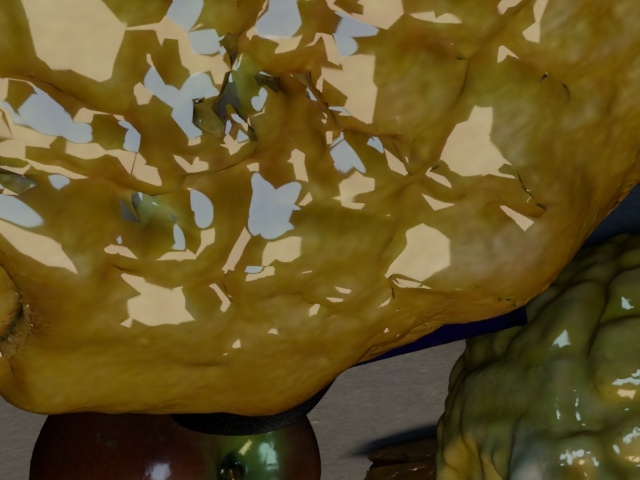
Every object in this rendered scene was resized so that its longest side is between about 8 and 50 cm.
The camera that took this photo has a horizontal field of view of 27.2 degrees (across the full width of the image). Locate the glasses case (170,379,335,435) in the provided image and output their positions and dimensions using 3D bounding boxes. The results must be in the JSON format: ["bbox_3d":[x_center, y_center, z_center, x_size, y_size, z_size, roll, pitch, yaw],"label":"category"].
[{"bbox_3d":[-0.031,0.056,0.850,0.103,0.067,0.266,1,147,-19],"label":"glasses case"}]

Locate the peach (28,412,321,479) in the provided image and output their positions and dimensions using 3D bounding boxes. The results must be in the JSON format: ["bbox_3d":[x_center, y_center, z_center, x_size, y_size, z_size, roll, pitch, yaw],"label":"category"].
[{"bbox_3d":[-0.133,0.205,1.194,0.252,0.252,0.252,-8,155,-4],"label":"peach"}]

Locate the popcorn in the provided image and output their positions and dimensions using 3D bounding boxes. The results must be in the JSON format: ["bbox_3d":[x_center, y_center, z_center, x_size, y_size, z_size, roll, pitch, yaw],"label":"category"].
[{"bbox_3d":[0.276,0.146,1.110,0.390,0.354,0.344,-53,147,-4],"label":"popcorn"}]

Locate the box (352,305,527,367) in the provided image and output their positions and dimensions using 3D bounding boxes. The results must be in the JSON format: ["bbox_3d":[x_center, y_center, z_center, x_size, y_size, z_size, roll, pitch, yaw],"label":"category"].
[{"bbox_3d":[0.000,0.000,0.951,0.261,0.116,0.279,-14,153,9],"label":"box"}]

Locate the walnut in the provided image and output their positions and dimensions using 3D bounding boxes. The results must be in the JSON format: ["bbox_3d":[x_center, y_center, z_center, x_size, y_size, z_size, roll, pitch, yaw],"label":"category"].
[{"bbox_3d":[0.157,0.299,1.609,0.245,0.137,0.137,-11,155,3],"label":"walnut"}]

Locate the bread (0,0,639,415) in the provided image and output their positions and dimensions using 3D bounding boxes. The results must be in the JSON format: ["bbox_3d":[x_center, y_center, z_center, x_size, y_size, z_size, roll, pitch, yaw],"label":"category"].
[{"bbox_3d":[-0.027,-0.124,0.447,0.398,0.215,0.398,-10,128,-13],"label":"bread"}]
